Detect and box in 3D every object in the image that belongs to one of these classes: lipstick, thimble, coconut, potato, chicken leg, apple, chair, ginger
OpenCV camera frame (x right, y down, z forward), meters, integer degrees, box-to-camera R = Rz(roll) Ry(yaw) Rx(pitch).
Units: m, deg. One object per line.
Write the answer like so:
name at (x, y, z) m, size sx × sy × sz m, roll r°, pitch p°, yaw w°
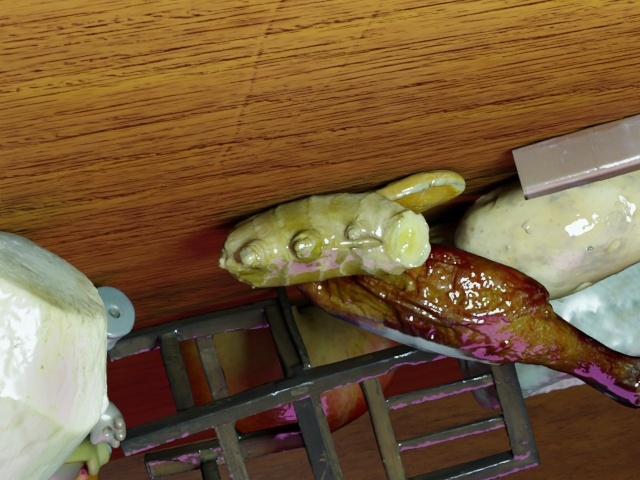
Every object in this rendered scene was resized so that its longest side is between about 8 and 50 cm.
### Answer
lipstick at (0.246, -0.077, 1.734) m, size 0.145 × 0.045 × 0.045 m, roll -15°, pitch 172°, yaw 7°
thimble at (0.271, 0.068, 2.161) m, size 0.291 × 0.195 × 0.291 m, roll -14°, pitch 169°, yaw -3°
coconut at (-0.295, 0.108, 1.505) m, size 0.259 × 0.259 × 0.259 m, roll -14°, pitch 170°, yaw -2°
potato at (0.245, -0.010, 1.871) m, size 0.234 × 0.128 × 0.161 m, roll -14°, pitch 175°, yaw -12°
chicken leg at (0.146, 0.075, 1.830) m, size 0.407 × 0.096 × 0.158 m, roll 20°, pitch 165°, yaw -7°
apple at (-0.032, 0.169, 2.402) m, size 0.293 × 0.163 × 0.251 m, roll -7°, pitch 167°, yaw -29°
chair at (-0.004, 0.175, 2.128) m, size 0.416 × 0.203 × 0.240 m, roll -16°, pitch -157°, yaw -3°
ginger at (-0.012, 0.000, 1.714) m, size 0.205 × 0.081 × 0.115 m, roll -13°, pitch 150°, yaw 30°

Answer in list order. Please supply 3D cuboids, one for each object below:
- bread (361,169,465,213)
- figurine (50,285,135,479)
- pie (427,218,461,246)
bread at (0.078, -0.039, 1.773) m, size 0.110 × 0.024 × 0.110 m, roll -13°, pitch 170°, yaw -2°
figurine at (-0.288, 0.159, 1.991) m, size 0.224 × 0.205 × 0.382 m, roll 12°, pitch 138°, yaw -41°
pie at (0.100, 0.021, 2.008) m, size 0.163 × 0.079 × 0.193 m, roll 3°, pitch 164°, yaw -42°
